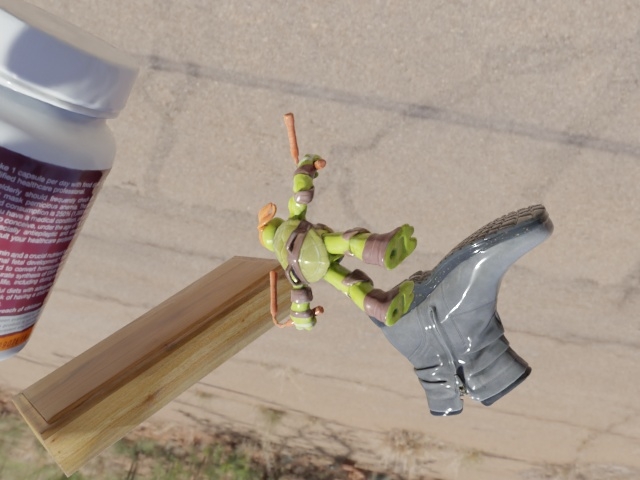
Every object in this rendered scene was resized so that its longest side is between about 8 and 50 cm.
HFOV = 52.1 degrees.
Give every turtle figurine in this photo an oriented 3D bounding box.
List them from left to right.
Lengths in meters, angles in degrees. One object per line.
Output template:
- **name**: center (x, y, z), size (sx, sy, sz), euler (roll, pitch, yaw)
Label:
- **turtle figurine**: center (0.000, 0.000, 0.738), size (0.217, 0.269, 0.087), euler (17, -161, 38)

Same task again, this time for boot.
- **boot**: center (0.248, 0.111, 0.972), size (0.338, 0.118, 0.222), euler (-39, 85, 38)

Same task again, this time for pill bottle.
- **pill bottle**: center (-0.380, -0.071, 0.767), size (0.224, 0.392, 0.224), euler (28, -167, -7)

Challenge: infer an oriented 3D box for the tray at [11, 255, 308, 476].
- **tray**: center (-0.229, 0.155, 0.967), size (0.203, 0.411, 0.076), euler (2, 122, 56)
